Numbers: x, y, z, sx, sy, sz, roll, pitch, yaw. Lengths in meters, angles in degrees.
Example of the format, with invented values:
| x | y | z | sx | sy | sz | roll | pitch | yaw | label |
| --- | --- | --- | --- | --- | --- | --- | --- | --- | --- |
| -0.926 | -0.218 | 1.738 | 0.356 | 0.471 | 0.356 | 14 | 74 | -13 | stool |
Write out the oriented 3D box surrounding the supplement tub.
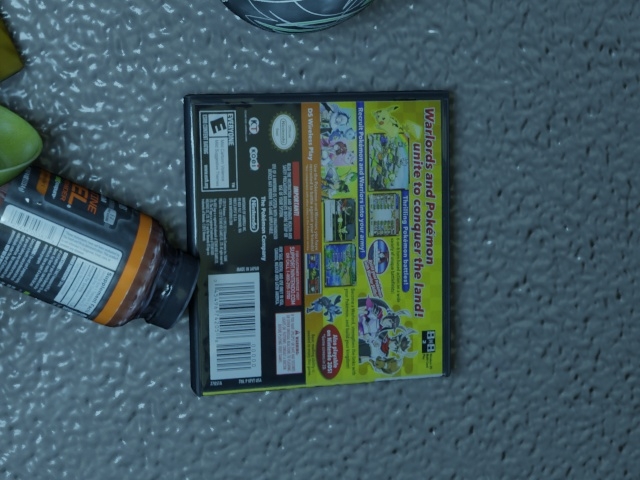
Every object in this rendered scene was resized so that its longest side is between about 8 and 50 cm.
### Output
| x | y | z | sx | sy | sz | roll | pitch | yaw | label |
| --- | --- | --- | --- | --- | --- | --- | --- | --- | --- |
| -0.206 | 0.009 | 1.132 | 0.198 | 0.106 | 0.106 | 24 | 90 | -18 | supplement tub |

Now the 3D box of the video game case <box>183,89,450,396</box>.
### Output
| x | y | z | sx | sy | sz | roll | pitch | yaw | label |
| --- | --- | --- | --- | --- | --- | --- | --- | --- | --- |
| 0.000 | 0.000 | 1.228 | 0.248 | 0.035 | 0.274 | -3 | 97 | -16 | video game case |

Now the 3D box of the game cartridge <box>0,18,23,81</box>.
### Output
| x | y | z | sx | sy | sz | roll | pitch | yaw | label |
| --- | --- | --- | --- | --- | --- | --- | --- | --- | --- |
| -0.352 | -0.215 | 0.956 | 0.053 | 0.323 | 0.285 | -21 | 103 | 16 | game cartridge |

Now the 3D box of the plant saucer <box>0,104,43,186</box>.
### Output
| x | y | z | sx | sy | sz | roll | pitch | yaw | label |
| --- | --- | --- | --- | --- | --- | --- | --- | --- | --- |
| -0.338 | -0.081 | 1.020 | 0.241 | 0.241 | 0.037 | 10 | 109 | -17 | plant saucer |

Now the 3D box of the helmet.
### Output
| x | y | z | sx | sy | sz | roll | pitch | yaw | label |
| --- | --- | --- | --- | --- | --- | --- | --- | --- | --- |
| -0.015 | -0.257 | 1.125 | 0.169 | 0.169 | 0.161 | -4 | 82 | -16 | helmet |
